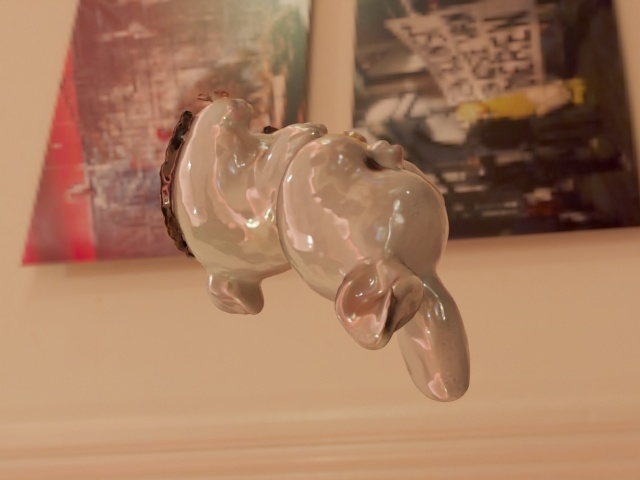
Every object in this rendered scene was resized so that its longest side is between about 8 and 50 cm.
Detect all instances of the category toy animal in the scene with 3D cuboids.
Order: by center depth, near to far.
[{"bbox_3d":[0.003,-0.006,0.422,0.071,0.124,0.085,37,-107,-50],"label":"toy animal"}]
